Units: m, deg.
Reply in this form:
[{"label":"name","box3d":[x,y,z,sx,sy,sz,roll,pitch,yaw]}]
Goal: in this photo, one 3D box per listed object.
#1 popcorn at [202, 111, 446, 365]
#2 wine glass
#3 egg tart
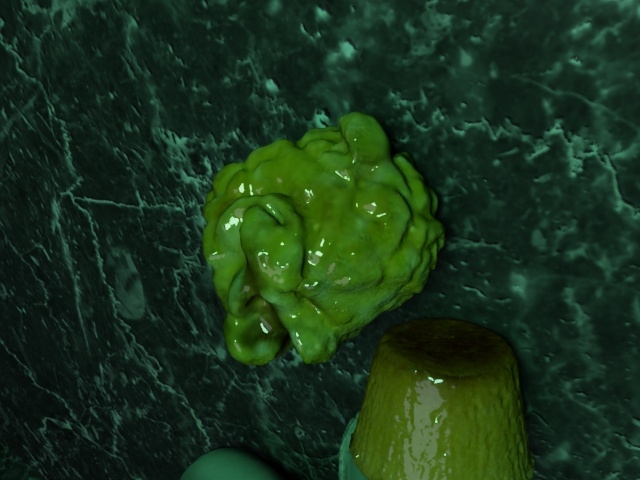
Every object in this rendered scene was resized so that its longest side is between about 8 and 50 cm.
[{"label":"popcorn","box3d":[0.000,0.000,0.748,0.250,0.235,0.242,-23,85,32]},{"label":"wine glass","box3d":[-0.017,0.396,1.018,0.406,0.267,0.267,-33,96,41]},{"label":"egg tart","box3d":[0.143,0.193,0.795,0.215,0.215,0.171,13,111,31]}]
